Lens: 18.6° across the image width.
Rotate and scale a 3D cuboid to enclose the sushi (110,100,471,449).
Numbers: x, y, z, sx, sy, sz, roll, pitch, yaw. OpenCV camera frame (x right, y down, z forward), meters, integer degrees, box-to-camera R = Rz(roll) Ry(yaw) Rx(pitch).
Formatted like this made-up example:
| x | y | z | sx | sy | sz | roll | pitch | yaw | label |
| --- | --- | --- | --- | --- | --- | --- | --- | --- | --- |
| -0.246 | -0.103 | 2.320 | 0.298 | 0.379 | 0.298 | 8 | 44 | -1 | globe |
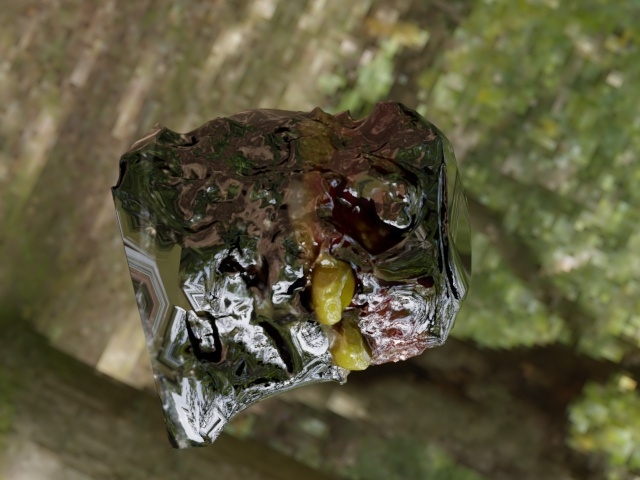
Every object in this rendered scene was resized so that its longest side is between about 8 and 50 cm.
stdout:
| x | y | z | sx | sy | sz | roll | pitch | yaw | label |
| --- | --- | --- | --- | --- | --- | --- | --- | --- | --- |
| 0.000 | 0.000 | 1.037 | 0.172 | 0.150 | 0.153 | -55 | 136 | -66 | sushi |
